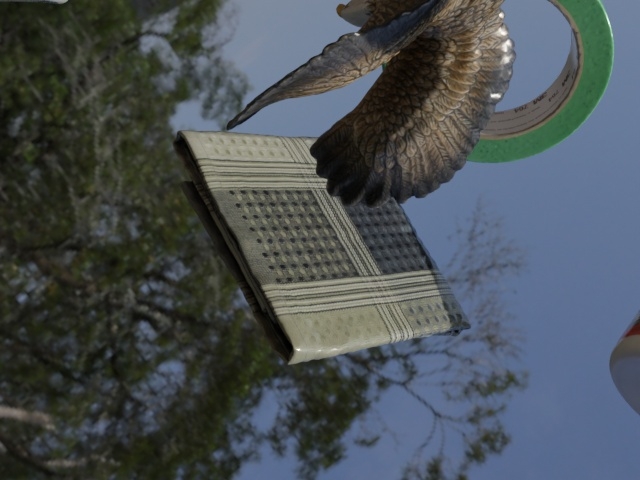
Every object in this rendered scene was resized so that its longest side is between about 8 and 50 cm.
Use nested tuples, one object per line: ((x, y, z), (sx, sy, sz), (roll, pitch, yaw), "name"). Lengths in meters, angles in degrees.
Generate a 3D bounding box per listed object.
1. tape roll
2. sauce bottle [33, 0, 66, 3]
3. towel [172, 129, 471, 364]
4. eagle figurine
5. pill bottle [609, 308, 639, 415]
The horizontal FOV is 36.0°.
((0.248, -0.266, 1.403), (0.321, 0.321, 0.077), (-24, -150, 22), "tape roll")
((-0.194, -0.319, 0.586), (0.111, 0.345, 0.111), (1, -169, 0), "sauce bottle")
((0.000, 0.000, 1.153), (0.324, 0.312, 0.056), (-2, 145, -46), "towel")
((0.075, -0.184, 0.885), (0.225, 0.226, 0.298), (157, -44, -77), "eagle figurine")
((0.542, 0.075, 1.243), (0.363, 0.210, 0.210), (-49, -155, -21), "pill bottle")
